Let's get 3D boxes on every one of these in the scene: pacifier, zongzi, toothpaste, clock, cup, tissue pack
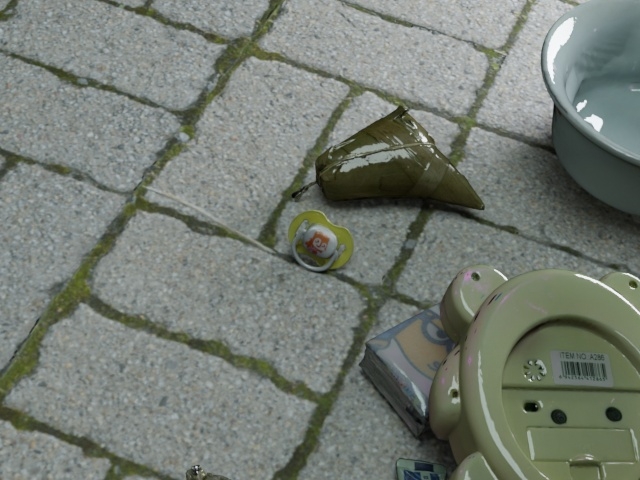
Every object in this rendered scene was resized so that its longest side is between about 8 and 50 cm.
[{"bbox_3d":[0.000,0.000,1.496,0.083,0.068,0.064,33,17,0],"label":"pacifier"},{"bbox_3d":[0.087,-0.061,1.542,0.189,0.081,0.178,-32,69,-22],"label":"zongzi"},{"bbox_3d":[0.105,0.305,1.241,0.057,0.035,0.197,10,45,-9],"label":"toothpaste"},{"bbox_3d":[0.251,0.177,1.273,0.283,0.114,0.310,2,60,-11],"label":"clock"},{"bbox_3d":[0.441,-0.152,1.593,0.347,0.163,0.347,2,48,-3],"label":"cup"},{"bbox_3d":[0.138,0.135,1.374,0.155,0.065,0.115,-24,59,-26],"label":"tissue pack"}]

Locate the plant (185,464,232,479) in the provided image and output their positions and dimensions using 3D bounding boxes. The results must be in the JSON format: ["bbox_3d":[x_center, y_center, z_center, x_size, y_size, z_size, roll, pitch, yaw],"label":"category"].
[{"bbox_3d":[-0.112,0.272,1.196,0.116,0.122,0.104,40,67,18],"label":"plant"}]
